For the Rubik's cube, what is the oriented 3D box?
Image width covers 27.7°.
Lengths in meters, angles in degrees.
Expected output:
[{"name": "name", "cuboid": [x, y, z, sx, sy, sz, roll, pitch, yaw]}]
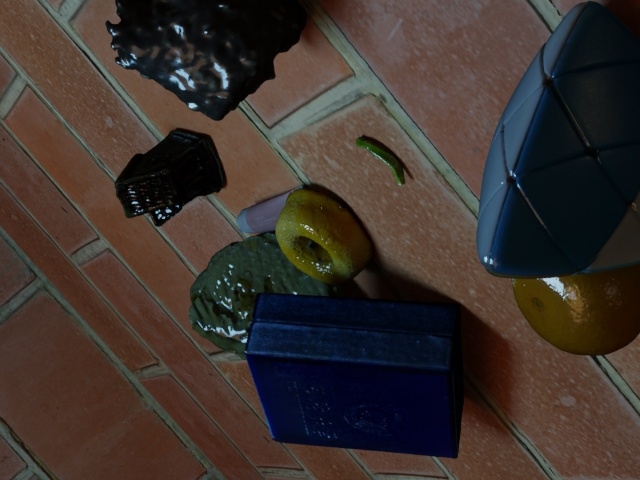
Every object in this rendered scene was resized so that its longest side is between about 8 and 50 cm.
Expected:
[{"name": "Rubik's cube", "cuboid": [0.241, -0.031, 1.134, 0.254, 0.254, 0.254, 38, 156, 20]}]

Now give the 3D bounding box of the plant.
[{"name": "plant", "cuboid": [-0.138, -0.258, 1.441, 0.234, 0.178, 0.204, 43, 115, -7]}]

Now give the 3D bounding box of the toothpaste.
[{"name": "toothpaste", "cuboid": [-0.059, -0.041, 1.889, 0.067, 0.043, 0.194, 52, 150, -17]}]

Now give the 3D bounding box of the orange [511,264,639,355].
[{"name": "orange", "cuboid": [0.270, 0.041, 1.330, 0.156, 0.124, 0.156, 45, 149, 37]}]

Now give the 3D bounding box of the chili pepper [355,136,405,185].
[{"name": "chili pepper", "cuboid": [0.075, -0.101, 1.575, 0.083, 0.017, 0.030, 41, 159, 19]}]

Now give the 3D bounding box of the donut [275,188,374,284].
[{"name": "donut", "cuboid": [0.000, 0.000, 1.801, 0.152, 0.058, 0.152, 26, 150, 17]}]

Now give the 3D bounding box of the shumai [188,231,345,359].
[{"name": "shumai", "cuboid": [-0.057, 0.108, 2.008, 0.256, 0.189, 0.218, 13, 162, 26]}]

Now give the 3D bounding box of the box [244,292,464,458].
[{"name": "box", "cuboid": [0.055, 0.192, 1.809, 0.279, 0.116, 0.261, 4, 146, 11]}]

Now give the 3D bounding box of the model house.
[{"name": "model house", "cuboid": [-0.235, -0.081, 1.988, 0.106, 0.152, 0.165, 36, 155, 39]}]
